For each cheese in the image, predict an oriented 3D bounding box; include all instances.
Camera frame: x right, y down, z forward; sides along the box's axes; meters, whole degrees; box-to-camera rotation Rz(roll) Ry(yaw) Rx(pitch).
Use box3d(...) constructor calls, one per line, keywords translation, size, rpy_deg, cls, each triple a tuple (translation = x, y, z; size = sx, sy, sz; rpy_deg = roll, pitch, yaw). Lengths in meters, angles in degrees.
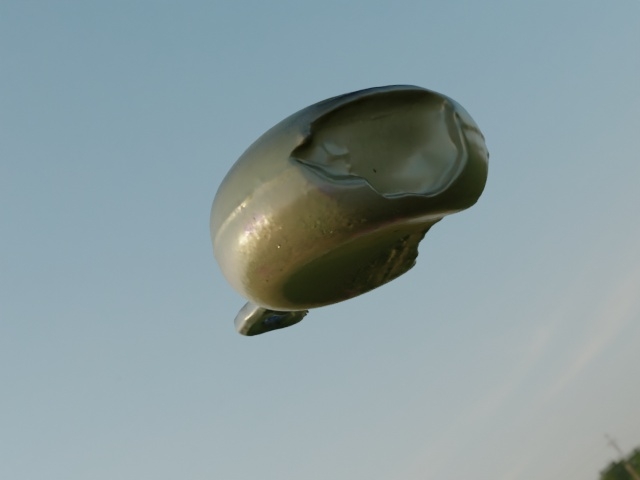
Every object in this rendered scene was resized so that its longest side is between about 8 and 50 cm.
box3d(translation=(0.000, 0.000, 0.819), size=(0.163, 0.082, 0.286), rpy_deg=(-14, -19, -20), cls="cheese")
